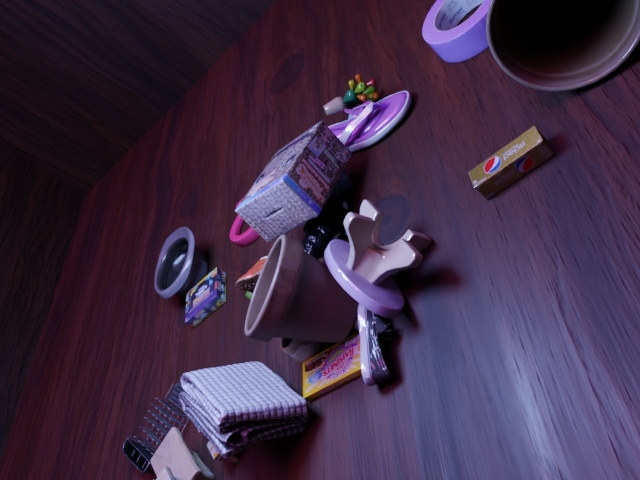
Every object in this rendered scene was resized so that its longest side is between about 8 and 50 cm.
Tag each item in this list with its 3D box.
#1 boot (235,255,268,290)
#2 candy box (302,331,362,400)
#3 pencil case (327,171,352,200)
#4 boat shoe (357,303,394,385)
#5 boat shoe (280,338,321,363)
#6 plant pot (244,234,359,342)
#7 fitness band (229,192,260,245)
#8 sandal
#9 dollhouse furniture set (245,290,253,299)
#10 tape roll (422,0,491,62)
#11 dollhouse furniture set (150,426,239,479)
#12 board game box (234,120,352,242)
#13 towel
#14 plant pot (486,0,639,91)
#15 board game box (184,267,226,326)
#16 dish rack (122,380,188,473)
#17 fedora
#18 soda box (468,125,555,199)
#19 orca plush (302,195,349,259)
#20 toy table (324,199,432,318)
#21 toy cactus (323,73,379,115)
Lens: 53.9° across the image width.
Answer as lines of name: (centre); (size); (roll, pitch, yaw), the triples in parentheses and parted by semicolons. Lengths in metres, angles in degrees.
boot: (-0.202, 0.104, 1.995); (0.158, 0.059, 0.084); (-26, 38, 25)
candy box: (0.037, 0.303, 1.525); (0.206, 0.027, 0.105); (-35, 40, 29)
pencil case: (0.024, -0.155, 1.921); (0.152, 0.070, 0.064); (-37, 36, 27)
boat shoe: (0.132, 0.221, 1.438); (0.076, 0.080, 0.228); (-16, 42, 18)
boat shoe: (-0.049, 0.177, 1.684); (0.109, 0.098, 0.302); (-27, 42, 37)
plant pot: (-0.034, 0.142, 1.525); (0.263, 0.229, 0.262); (-160, 90, -80)
fitness band: (-0.216, -0.106, 2.211); (0.291, 0.054, 0.209); (-44, 36, 18)
sandal: (0.100, -0.361, 1.980); (0.416, 0.102, 0.169); (-23, 44, 40)
dollhouse furniture set: (-0.159, 0.121, 1.900); (0.151, 0.076, 0.059); (-57, 33, -2)
tape roll: (0.433, -0.656, 1.832); (0.275, 0.090, 0.274); (-32, 39, 31)
dollhouse furniture set: (-0.366, 0.599, 1.563); (0.362, 0.256, 0.394); (-57, 32, -3)
board game box: (-0.074, -0.170, 1.827); (0.232, 0.141, 0.291); (-27, 26, 43)
towel: (-0.189, 0.401, 1.532); (0.284, 0.235, 0.121); (21, 108, 55)
plant pot: (0.546, -0.541, 1.423); (0.323, 0.323, 0.280); (-30, 23, 33)
board game box: (-0.396, 0.195, 2.166); (0.170, 0.048, 0.141); (-40, 34, 23)
dish rack: (-0.481, 0.559, 1.920); (0.208, 0.074, 0.271); (8, 67, 54)
fedora: (-0.499, 0.099, 2.315); (0.244, 0.124, 0.275); (-34, 43, 32)
soda box: (0.430, -0.174, 1.422); (0.181, 0.058, 0.061); (-36, 36, 26)
orca plush: (-0.016, -0.041, 1.770); (0.287, 0.102, 0.151); (-44, 44, -21)
toy table: (0.133, 0.033, 1.477); (0.274, 0.252, 0.160); (47, 117, 38)
toy cactus: (0.093, -0.461, 2.014); (0.181, 0.112, 0.219); (-25, 10, -4)
